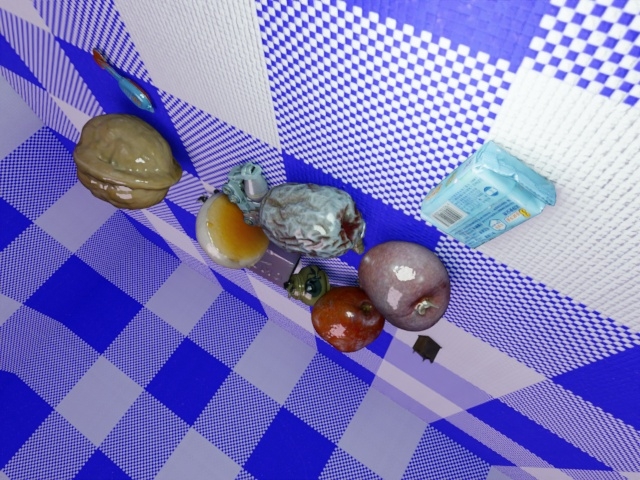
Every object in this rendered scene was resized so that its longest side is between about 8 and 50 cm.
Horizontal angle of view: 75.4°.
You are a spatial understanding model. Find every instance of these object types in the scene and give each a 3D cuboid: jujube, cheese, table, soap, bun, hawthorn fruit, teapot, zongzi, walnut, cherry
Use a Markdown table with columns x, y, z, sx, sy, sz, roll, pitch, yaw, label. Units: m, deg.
| x | y | z | sx | sy | sz | roll | pitch | yaw | label |
| --- | --- | --- | --- | --- | --- | --- | --- | --- | --- |
| -0.032 | -0.057 | 1.197 | 0.316 | 0.226 | 0.226 | 12 | 148 | 36 | jujube |
| -0.660 | -0.530 | 1.391 | 0.256 | 0.037 | 0.106 | 46 | 155 | -19 | cheese |
| 0.428 | 0.444 | 1.683 | 0.083 | 0.082 | 0.070 | 42 | 157 | -13 | table |
| -0.235 | 0.056 | 1.783 | 0.296 | 0.107 | 0.285 | 27 | 149 | 2 | soap |
| -0.332 | -0.030 | 1.540 | 0.299 | 0.299 | 0.164 | 45 | 143 | -21 | bun |
| 0.114 | 0.301 | 1.633 | 0.284 | 0.284 | 0.284 | 30 | 157 | 14 | hawthorn fruit |
| -0.070 | 0.191 | 1.745 | 0.182 | 0.173 | 0.269 | -2 | 180 | -23 | teapot |
| 0.104 | -0.001 | 1.333 | 0.076 | 0.040 | 0.083 | 25 | 145 | 41 | zongzi |
| -0.744 | -0.294 | 1.597 | 0.383 | 0.384 | 0.384 | 30 | 157 | 14 | walnut |
| 0.310 | -0.076 | 0.816 | 0.156 | 0.077 | 0.293 | 35 | 159 | -1 | soap |
| 0.228 | 0.117 | 1.150 | 0.307 | 0.221 | 0.261 | 30 | 153 | 52 | cherry |

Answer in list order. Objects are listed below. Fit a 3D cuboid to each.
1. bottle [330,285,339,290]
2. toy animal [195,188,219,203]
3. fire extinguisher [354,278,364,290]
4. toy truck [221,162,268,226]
| x | y | z | sx | sy | sz | roll | pitch | yaw | label |
| --- | --- | --- | --- | --- | --- | --- | --- | --- | --- |
| 0.035 | 0.234 | 1.874 | 0.060 | 0.060 | 0.164 | 46 | 157 | -23 | bottle |
| -0.444 | -0.152 | 1.768 | 0.269 | 0.082 | 0.137 | 28 | 156 | 18 | toy animal |
| 0.198 | 0.181 | 1.538 | 0.177 | 0.050 | 0.062 | 25 | 165 | 28 | fire extinguisher |
| -0.226 | -0.157 | 1.417 | 0.140 | 0.108 | 0.257 | 6 | 142 | 29 | toy truck |
